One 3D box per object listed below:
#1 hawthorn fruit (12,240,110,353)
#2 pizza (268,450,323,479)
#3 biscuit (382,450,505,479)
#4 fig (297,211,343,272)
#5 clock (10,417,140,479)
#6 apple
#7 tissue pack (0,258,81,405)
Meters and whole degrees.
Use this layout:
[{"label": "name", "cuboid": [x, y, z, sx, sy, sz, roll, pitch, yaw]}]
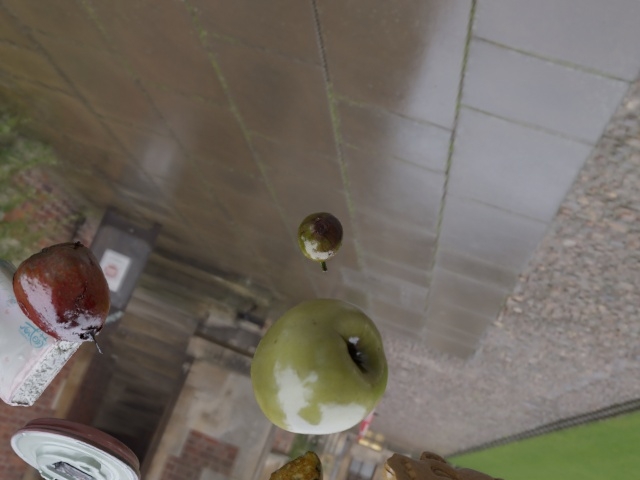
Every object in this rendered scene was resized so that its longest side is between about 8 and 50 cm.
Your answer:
[{"label": "hawthorn fruit", "cuboid": [-0.489, 0.121, 1.694, 0.235, 0.181, 0.181, 66, 162, 0]}, {"label": "pizza", "cuboid": [-0.043, 0.424, 1.515, 0.099, 0.036, 0.160, -15, -164, 13]}, {"label": "biscuit", "cuboid": [0.154, 0.289, 0.971, 0.184, 0.027, 0.133, 23, -157, -9]}, {"label": "fig", "cuboid": [0.000, 0.000, 1.453, 0.098, 0.082, 0.084, 99, 147, -60]}, {"label": "clock", "cuboid": [-0.446, 0.401, 1.596, 0.244, 0.056, 0.244, 10, 141, 8]}, {"label": "apple", "cuboid": [0.000, 0.242, 1.657, 0.262, 0.262, 0.262, 20, 167, 5]}, {"label": "tissue pack", "cuboid": [-0.659, 0.188, 1.840, 0.271, 0.201, 0.124, 40, -175, 16]}]
